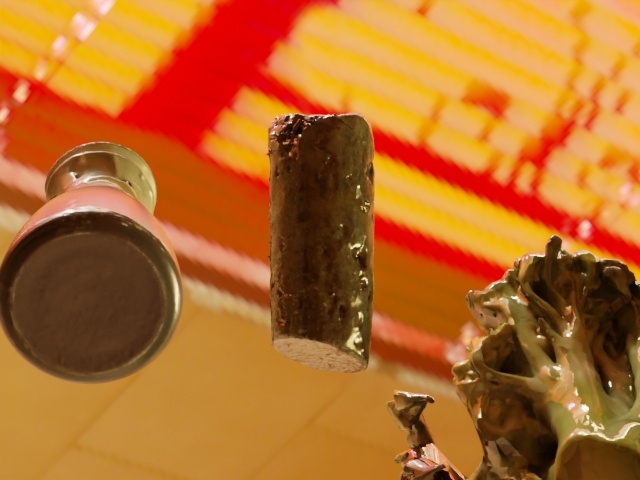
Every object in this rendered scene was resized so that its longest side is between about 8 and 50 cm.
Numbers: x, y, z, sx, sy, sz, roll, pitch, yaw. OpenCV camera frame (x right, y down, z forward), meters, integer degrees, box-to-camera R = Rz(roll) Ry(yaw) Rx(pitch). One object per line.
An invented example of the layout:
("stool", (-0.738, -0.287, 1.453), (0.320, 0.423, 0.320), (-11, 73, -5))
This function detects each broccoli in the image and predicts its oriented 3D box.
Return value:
("broccoli", (0.218, 0.173, 1.373), (0.324, 0.334, 0.272), (21, -176, 44))

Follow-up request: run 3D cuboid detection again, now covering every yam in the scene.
("yam", (0.000, 0.000, 1.270), (0.078, 0.078, 0.179), (9, -101, -44))

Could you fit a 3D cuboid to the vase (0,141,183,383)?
("vase", (-0.221, 0.004, 1.828), (0.173, 0.173, 0.321), (36, -166, -14))
